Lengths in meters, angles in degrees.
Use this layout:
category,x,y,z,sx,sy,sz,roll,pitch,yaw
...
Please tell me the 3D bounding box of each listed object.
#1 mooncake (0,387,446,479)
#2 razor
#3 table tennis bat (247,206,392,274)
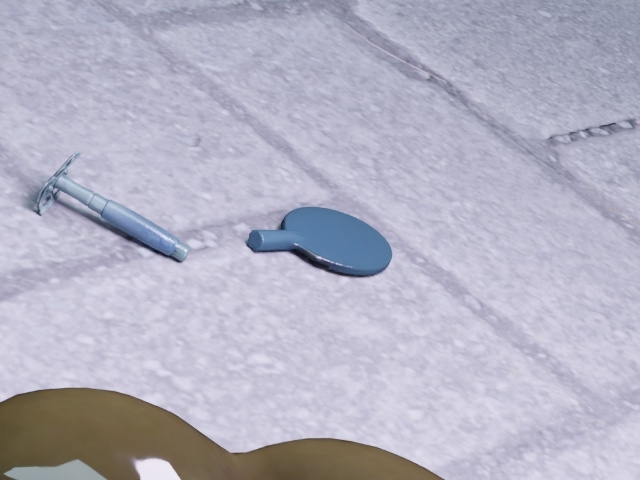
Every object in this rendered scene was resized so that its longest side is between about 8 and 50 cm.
category,x,y,z,sx,sy,sz,roll,pitch,yaw
mooncake,-0.059,0.297,0.919,0.467,0.262,0.467,20,31,-12
razor,-0.174,-0.020,1.620,0.135,0.040,0.068,31,29,-1
table tennis bat,0.000,0.000,1.730,0.155,0.019,0.100,-1,37,-41
